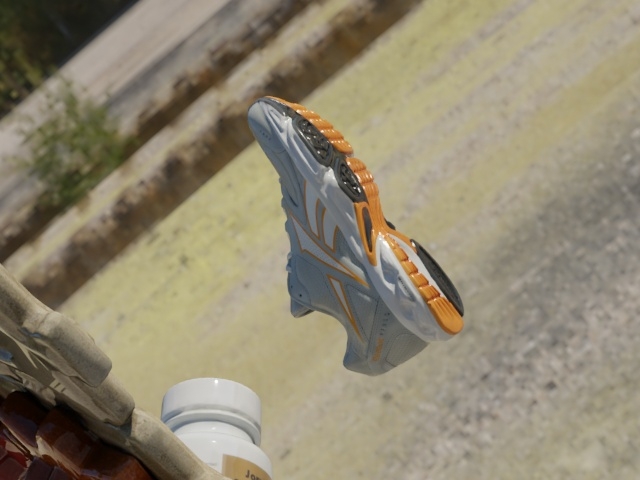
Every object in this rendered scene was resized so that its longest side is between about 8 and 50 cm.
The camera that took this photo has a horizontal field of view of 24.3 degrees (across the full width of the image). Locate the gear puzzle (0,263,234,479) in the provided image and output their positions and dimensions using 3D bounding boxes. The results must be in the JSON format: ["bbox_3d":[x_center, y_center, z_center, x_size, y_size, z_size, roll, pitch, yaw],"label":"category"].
[{"bbox_3d":[-0.112,0.044,0.446,0.175,0.339,0.044,15,62,45],"label":"gear puzzle"}]

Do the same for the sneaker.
[{"bbox_3d":[0.000,0.000,1.254,0.121,0.262,0.099,-39,-14,20],"label":"sneaker"}]

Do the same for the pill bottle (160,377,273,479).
[{"bbox_3d":[-0.111,0.256,1.438,0.131,0.131,0.229,-31,42,35],"label":"pill bottle"}]
